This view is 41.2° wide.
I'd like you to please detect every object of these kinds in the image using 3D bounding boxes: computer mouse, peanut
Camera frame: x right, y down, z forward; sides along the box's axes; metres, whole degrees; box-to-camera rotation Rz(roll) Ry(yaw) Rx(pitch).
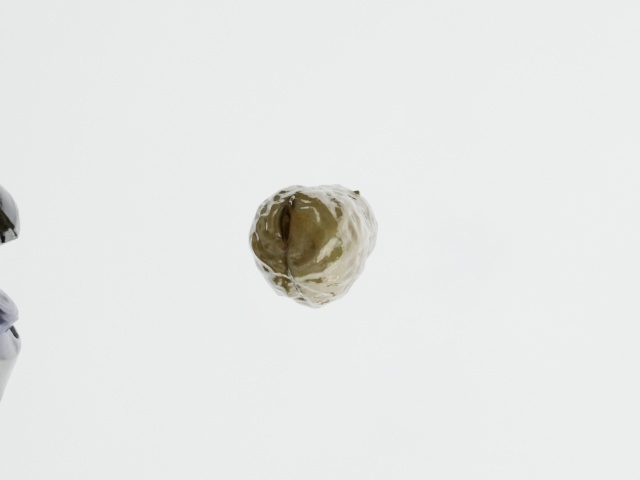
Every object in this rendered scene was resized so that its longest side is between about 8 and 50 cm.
[{"bbox_3d":[-0.486,-0.060,1.210,0.192,0.106,0.062,26,-121,29],"label":"computer mouse"},{"bbox_3d":[0.000,0.000,1.048,0.149,0.313,0.149,1,-84,9],"label":"peanut"}]

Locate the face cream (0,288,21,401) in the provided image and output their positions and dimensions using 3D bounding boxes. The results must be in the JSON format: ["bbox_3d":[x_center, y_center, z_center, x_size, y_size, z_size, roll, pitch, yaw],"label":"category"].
[{"bbox_3d":[-0.617,0.224,1.291,0.420,0.137,0.235,-42,-78,12],"label":"face cream"}]
